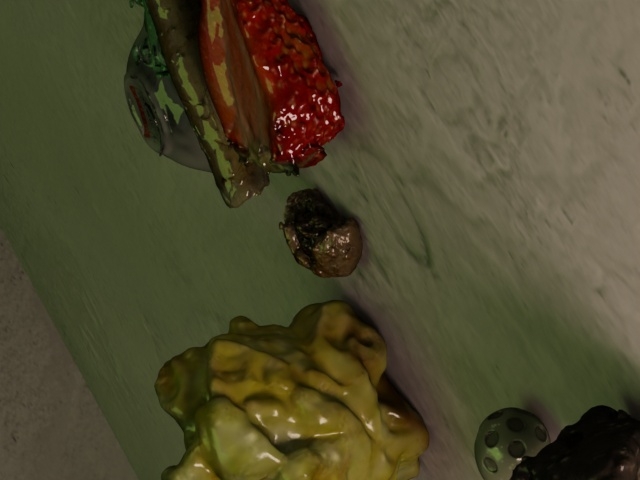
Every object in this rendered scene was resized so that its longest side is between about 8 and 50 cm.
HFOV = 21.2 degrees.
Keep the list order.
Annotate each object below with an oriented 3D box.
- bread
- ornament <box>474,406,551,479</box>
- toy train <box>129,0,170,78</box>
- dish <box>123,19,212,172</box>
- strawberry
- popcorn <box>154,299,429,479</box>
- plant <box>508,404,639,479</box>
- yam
[{"bbox_3d":[0.000,0.000,1.838,0.113,0.060,0.082,35,144,51],"label":"bread"},{"bbox_3d":[0.185,0.223,1.626,0.081,0.074,0.156,40,149,33],"label":"ornament"},{"bbox_3d":[-0.166,-0.239,1.944,0.099,0.081,0.149,-171,76,-71],"label":"toy train"},{"bbox_3d":[-0.186,-0.166,2.078,0.229,0.081,0.229,52,158,31],"label":"dish"},{"bbox_3d":[-0.055,-0.177,1.699,0.174,0.098,0.228,-10,103,66],"label":"strawberry"},{"bbox_3d":[-0.040,0.228,1.875,0.312,0.312,0.312,52,157,32],"label":"popcorn"},{"bbox_3d":[0.232,0.213,1.410,0.131,0.142,0.203,54,152,-2],"label":"plant"},{"bbox_3d":[-0.133,-0.190,1.858,0.071,0.067,0.317,-16,96,66],"label":"yam"}]
